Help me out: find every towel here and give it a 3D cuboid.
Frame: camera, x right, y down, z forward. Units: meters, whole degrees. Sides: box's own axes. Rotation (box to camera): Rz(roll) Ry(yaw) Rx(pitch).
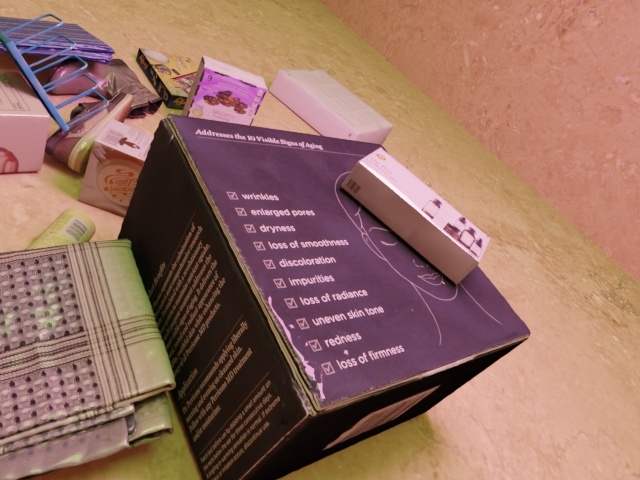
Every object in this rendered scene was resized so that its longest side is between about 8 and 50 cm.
[{"bbox_3d":[-0.648,-0.472,1.153,0.243,0.040,0.336,-9,33,-36],"label":"towel"},{"bbox_3d":[-0.363,0.134,0.612,0.312,0.056,0.324,-8,53,-29],"label":"towel"}]

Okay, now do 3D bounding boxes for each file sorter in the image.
[{"bbox_3d":[-0.492,-0.314,0.921,0.104,0.170,0.118,-35,45,-19],"label":"file sorter"}]

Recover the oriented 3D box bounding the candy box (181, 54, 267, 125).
[{"bbox_3d":[-0.251,-0.343,1.263,0.164,0.196,0.070,11,39,-29],"label":"candy box"}]

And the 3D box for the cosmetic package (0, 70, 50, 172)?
[{"bbox_3d":[-0.635,-0.197,0.813,0.296,0.129,0.153,-13,52,-47],"label":"cosmetic package"}]

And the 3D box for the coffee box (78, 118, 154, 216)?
[{"bbox_3d":[-0.314,-0.108,0.959,0.246,0.141,0.098,23,34,-18],"label":"coffee box"}]

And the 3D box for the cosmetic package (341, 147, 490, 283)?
[{"bbox_3d":[0.156,-0.046,0.796,0.239,0.060,0.099,41,34,6],"label":"cosmetic package"}]

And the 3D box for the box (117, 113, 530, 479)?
[{"bbox_3d":[-0.007,0.073,0.821,0.480,0.297,0.472,-2,52,-42],"label":"box"}]

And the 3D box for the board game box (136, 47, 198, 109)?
[{"bbox_3d":[-0.407,-0.460,1.427,0.165,0.042,0.243,-5,48,-43],"label":"board game box"}]

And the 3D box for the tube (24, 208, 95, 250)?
[{"bbox_3d":[-0.428,0.045,0.746,0.070,0.062,0.240,-9,37,16],"label":"tube"}]

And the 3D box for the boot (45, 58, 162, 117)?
[{"bbox_3d":[-0.503,-0.359,1.186,0.161,0.083,0.246,43,35,5],"label":"boot"}]

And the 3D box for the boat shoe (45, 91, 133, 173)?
[{"bbox_3d":[-0.478,-0.248,1.039,0.092,0.103,0.285,27,39,-17],"label":"boat shoe"}]

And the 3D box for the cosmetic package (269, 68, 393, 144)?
[{"bbox_3d":[0.044,-0.473,1.775,0.377,0.097,0.284,43,32,15],"label":"cosmetic package"}]
